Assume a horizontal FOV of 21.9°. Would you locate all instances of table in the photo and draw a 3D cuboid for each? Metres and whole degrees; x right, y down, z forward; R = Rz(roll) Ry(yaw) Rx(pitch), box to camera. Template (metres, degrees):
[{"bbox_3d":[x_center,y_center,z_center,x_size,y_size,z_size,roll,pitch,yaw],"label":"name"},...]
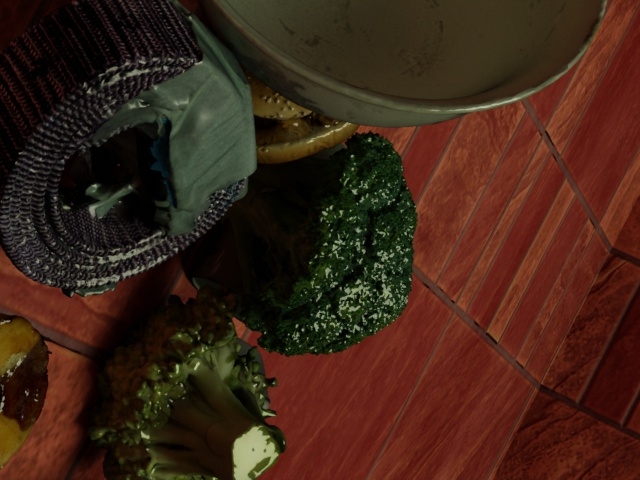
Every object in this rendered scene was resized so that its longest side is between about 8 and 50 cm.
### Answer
[{"bbox_3d":[-0.045,-0.013,1.942,0.220,0.126,0.126,-57,156,-15],"label":"table"}]

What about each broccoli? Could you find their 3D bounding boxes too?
[{"bbox_3d":[-0.117,0.189,1.832,0.247,0.243,0.263,27,90,-35],"label":"broccoli"},{"bbox_3d":[0.000,0.000,1.788,0.269,0.241,0.261,-54,170,22],"label":"broccoli"}]

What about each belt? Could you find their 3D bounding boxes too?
[{"bbox_3d":[-0.186,-0.085,1.476,0.260,0.122,0.325,-25,150,-16],"label":"belt"}]

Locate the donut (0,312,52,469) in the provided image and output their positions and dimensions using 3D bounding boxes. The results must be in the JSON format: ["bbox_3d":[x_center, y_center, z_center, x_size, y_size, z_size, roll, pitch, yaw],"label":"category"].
[{"bbox_3d":[-0.331,0.139,1.553,0.166,0.073,0.184,-59,156,-9],"label":"donut"}]

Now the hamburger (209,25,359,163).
[{"bbox_3d":[-0.034,-0.171,1.716,0.182,0.191,0.118,-46,150,-24],"label":"hamburger"}]

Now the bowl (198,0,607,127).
[{"bbox_3d":[0.040,-0.253,1.586,0.435,0.435,0.196,-48,173,-33],"label":"bowl"}]

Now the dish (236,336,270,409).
[{"bbox_3d":[-0.130,0.204,2.050,0.182,0.080,0.243,-61,156,-7],"label":"dish"}]
